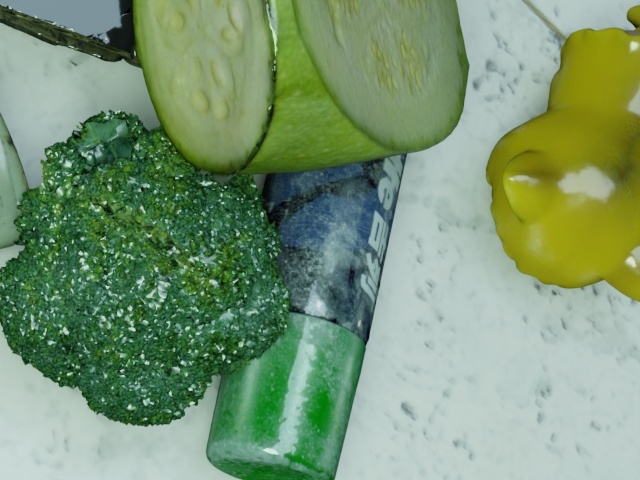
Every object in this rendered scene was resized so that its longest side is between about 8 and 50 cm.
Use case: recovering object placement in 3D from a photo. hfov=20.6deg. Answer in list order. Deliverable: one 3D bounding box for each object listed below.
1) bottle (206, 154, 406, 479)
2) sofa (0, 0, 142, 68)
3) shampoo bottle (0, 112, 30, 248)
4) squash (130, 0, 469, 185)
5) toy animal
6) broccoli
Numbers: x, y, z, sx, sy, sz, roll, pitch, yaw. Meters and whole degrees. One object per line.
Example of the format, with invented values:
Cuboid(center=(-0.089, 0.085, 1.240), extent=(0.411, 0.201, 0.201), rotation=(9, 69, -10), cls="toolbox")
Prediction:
Cuboid(center=(0.000, 0.000, 1.188), extent=(0.093, 0.093, 0.330), rotation=(18, 69, -15), cls="bottle")
Cuboid(center=(-0.176, -0.223, 1.170), extent=(0.258, 0.182, 0.200), rotation=(18, 87, -15), cls="sofa")
Cuboid(center=(-0.303, -0.016, 1.078), extent=(0.234, 0.087, 0.118), rotation=(-22, 93, -25), cls="shampoo bottle")
Cuboid(center=(0.029, -0.141, 1.072), extent=(0.261, 0.189, 0.189), rotation=(-11, 79, -31), cls="squash")
Cuboid(center=(0.215, -0.071, 1.267), extent=(0.156, 0.156, 0.229), rotation=(34, 62, -9), cls="toy animal")
Cuboid(center=(-0.112, 0.019, 1.097), extent=(0.195, 0.156, 0.195), rotation=(-4, 103, -19), cls="broccoli")
